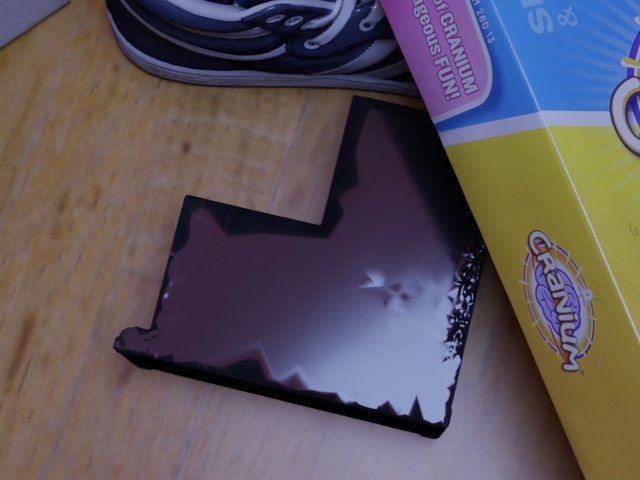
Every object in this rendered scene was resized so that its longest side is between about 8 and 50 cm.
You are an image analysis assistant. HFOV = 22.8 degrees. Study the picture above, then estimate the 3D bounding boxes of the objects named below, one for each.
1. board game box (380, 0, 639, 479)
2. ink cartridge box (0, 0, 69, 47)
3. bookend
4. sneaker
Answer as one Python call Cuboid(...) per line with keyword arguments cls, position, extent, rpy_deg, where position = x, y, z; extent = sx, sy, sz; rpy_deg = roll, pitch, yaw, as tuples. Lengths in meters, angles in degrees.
Cuboid(cls="board game box", position=(0.173, -0.036, 0.698), extent=(0.242, 0.064, 0.316), rpy_deg=(-20, 84, -35))
Cuboid(cls="ink cartridge box", position=(-0.292, -0.136, 0.758), extent=(0.278, 0.117, 0.201), rpy_deg=(-35, 82, -6))
Cuboid(cls="bookend", position=(0.000, 0.000, 0.756), extent=(0.157, 0.072, 0.156), rpy_deg=(12, 80, 3))
Cuboid(cls="sneaker", position=(0.035, -0.128, 0.736), extent=(0.282, 0.153, 0.099), rpy_deg=(-3, 80, -1))
